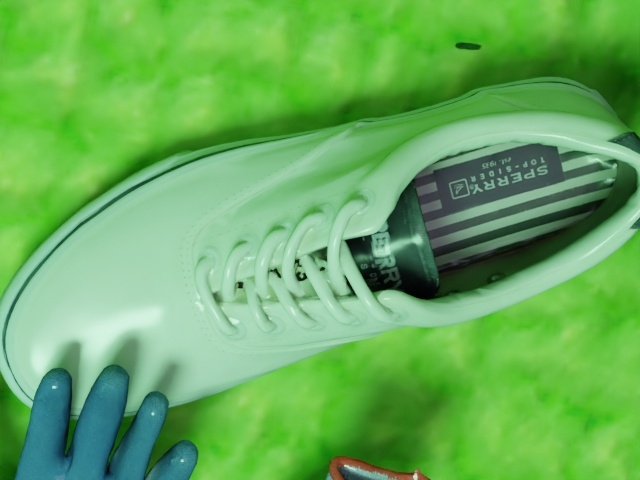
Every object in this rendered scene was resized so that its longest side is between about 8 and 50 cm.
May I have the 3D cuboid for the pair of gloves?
[{"bbox_3d":[-0.053,0.125,0.537,0.198,0.023,0.159,21,118,-8],"label":"pair of gloves"}]

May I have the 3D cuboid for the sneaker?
[{"bbox_3d":[0.000,0.000,0.520,0.258,0.091,0.094,-23,101,-4],"label":"sneaker"}]
